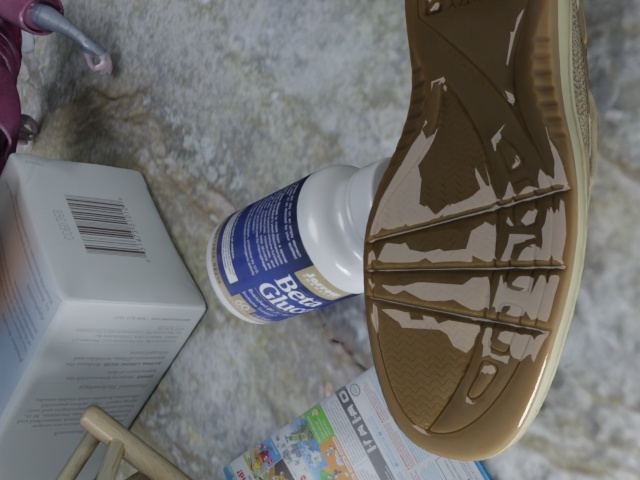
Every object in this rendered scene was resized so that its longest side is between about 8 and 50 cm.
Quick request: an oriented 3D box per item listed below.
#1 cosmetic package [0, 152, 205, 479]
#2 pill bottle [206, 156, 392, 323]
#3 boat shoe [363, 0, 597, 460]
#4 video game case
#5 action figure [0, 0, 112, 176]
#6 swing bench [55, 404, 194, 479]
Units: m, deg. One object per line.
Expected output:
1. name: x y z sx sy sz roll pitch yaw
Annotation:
1. cosmetic package: -0.303 0.126 0.839 0.385 0.156 0.217 -54 50 28
2. pill bottle: 0.000 0.000 0.574 0.169 0.094 0.094 -23 68 43
3. boat shoe: 0.109 -0.047 0.457 0.121 0.110 0.341 3 83 35
4. video game case: 0.021 0.165 0.536 0.166 0.015 0.119 -35 57 8
5. action figure: -0.414 -0.190 0.905 0.248 0.275 0.370 -39 43 33
6. swing bench: -0.131 0.306 0.592 0.253 0.254 0.165 -53 16 27
